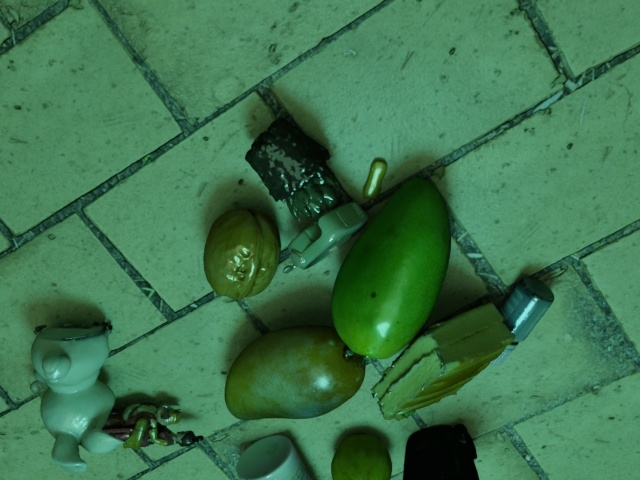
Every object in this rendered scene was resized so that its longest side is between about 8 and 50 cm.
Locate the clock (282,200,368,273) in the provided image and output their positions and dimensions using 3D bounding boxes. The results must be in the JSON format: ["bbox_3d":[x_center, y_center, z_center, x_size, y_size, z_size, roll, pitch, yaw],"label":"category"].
[{"bbox_3d":[0.000,0.000,1.611,0.191,0.151,0.062,-40,82,32],"label":"clock"}]

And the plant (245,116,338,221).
[{"bbox_3d":[-0.048,-0.140,1.548,0.129,0.132,0.194,-36,106,24],"label":"plant"}]

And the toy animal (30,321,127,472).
[{"bbox_3d":[-0.557,0.347,1.793,0.183,0.247,0.309,-4,98,-24],"label":"toy animal"}]

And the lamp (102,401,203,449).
[{"bbox_3d":[-0.411,0.445,1.892,0.253,0.118,0.118,-5,117,14],"label":"lamp"}]

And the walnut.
[{"bbox_3d":[-0.162,0.030,1.635,0.159,0.159,0.206,16,113,-3],"label":"walnut"}]

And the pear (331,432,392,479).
[{"bbox_3d":[0.099,0.548,1.883,0.149,0.162,0.148,0,128,0],"label":"pear"}]

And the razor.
[{"bbox_3d":[0.269,0.549,1.774,0.189,0.327,0.107,-21,107,15],"label":"razor"}]

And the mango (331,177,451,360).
[{"bbox_3d":[0.148,0.057,1.591,0.201,0.225,0.381,18,99,-9],"label":"mango"}]

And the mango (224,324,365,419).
[{"bbox_3d":[-0.066,0.300,1.739,0.221,0.198,0.384,30,134,-35],"label":"mango"}]

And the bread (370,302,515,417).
[{"bbox_3d":[0.250,0.259,1.653,0.111,0.246,0.239,56,133,23],"label":"bread"}]

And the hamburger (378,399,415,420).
[{"bbox_3d":[0.188,0.356,1.805,0.087,0.102,0.176,38,115,-1],"label":"hamburger"}]

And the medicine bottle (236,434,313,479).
[{"bbox_3d":[-0.086,0.622,1.938,0.152,0.152,0.254,-19,114,14],"label":"medicine bottle"}]

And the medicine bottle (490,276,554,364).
[{"bbox_3d":[0.417,0.178,1.699,0.083,0.083,0.203,25,116,-8],"label":"medicine bottle"}]

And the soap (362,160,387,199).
[{"bbox_3d":[0.111,-0.123,1.607,0.034,0.012,0.089,16,118,-4],"label":"soap"}]
